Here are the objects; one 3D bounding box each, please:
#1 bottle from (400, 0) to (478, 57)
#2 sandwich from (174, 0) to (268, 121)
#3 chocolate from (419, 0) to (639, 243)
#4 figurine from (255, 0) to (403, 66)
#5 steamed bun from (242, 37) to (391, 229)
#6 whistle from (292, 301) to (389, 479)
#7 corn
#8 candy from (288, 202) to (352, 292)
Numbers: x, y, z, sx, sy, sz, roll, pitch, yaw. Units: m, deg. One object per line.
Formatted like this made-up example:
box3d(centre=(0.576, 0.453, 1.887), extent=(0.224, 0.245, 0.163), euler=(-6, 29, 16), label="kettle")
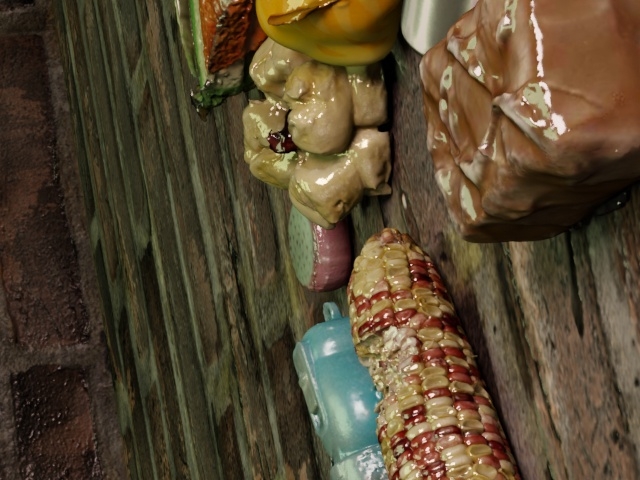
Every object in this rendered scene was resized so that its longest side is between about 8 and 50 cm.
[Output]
box3d(centre=(0.106, -0.234, 1.116), extent=(0.096, 0.079, 0.253), euler=(-65, -14, -45), label="bottle")
box3d(centre=(-0.083, -0.294, 1.740), extent=(0.212, 0.109, 0.292), euler=(136, 123, -64), label="sandwich")
box3d(centre=(0.131, -0.087, 1.047), extent=(0.214, 0.093, 0.148), euler=(126, 134, -68), label="chocolate")
box3d(centre=(0.004, -0.219, 1.426), extent=(0.156, 0.131, 0.246), euler=(63, -177, -14), label="figurine")
box3d(centre=(-0.008, -0.098, 1.533), extent=(0.177, 0.106, 0.192), euler=(-122, 28, -61), label="steamed bun")
box3d(centre=(0.044, 0.177, 1.505), extent=(0.186, 0.093, 0.274), euler=(112, 144, -61), label="whistle")
box3d(centre=(0.080, 0.113, 1.322), extent=(0.098, 0.098, 0.290), euler=(101, 157, -49), label="corn")
box3d(centre=(0.000, 0.000, 1.668), extent=(0.103, 0.043, 0.103), euler=(175, 90, -73), label="candy")
